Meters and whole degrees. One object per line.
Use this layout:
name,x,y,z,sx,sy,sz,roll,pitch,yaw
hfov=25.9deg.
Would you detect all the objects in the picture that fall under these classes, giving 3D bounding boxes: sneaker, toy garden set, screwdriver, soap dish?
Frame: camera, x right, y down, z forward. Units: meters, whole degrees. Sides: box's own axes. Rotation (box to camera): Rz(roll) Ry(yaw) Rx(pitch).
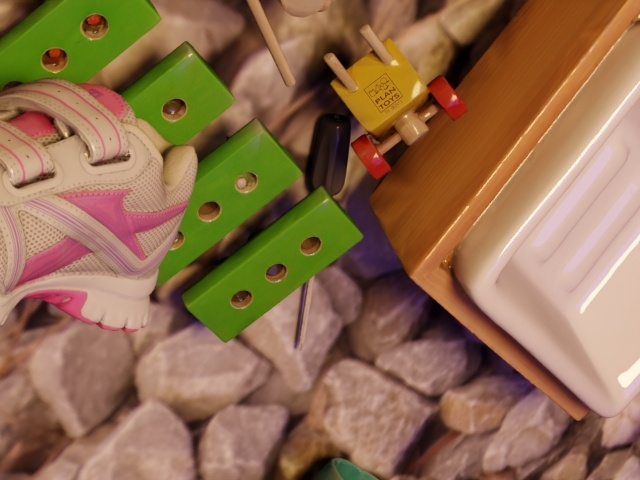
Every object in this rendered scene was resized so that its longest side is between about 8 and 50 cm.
sneaker,-0.141,-0.028,0.641,0.111,0.103,0.252,-62,161,7
toy garden set,-0.050,-0.078,0.770,0.204,0.049,0.244,-38,131,6
screwdriver,0.000,0.000,0.884,0.024,0.025,0.170,-10,118,-33
soap dish,0.174,-0.025,0.915,0.229,0.118,0.291,-52,142,0

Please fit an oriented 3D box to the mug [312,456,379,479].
mug,0.035,0.235,0.975,0.097,0.129,0.158,-51,134,3
